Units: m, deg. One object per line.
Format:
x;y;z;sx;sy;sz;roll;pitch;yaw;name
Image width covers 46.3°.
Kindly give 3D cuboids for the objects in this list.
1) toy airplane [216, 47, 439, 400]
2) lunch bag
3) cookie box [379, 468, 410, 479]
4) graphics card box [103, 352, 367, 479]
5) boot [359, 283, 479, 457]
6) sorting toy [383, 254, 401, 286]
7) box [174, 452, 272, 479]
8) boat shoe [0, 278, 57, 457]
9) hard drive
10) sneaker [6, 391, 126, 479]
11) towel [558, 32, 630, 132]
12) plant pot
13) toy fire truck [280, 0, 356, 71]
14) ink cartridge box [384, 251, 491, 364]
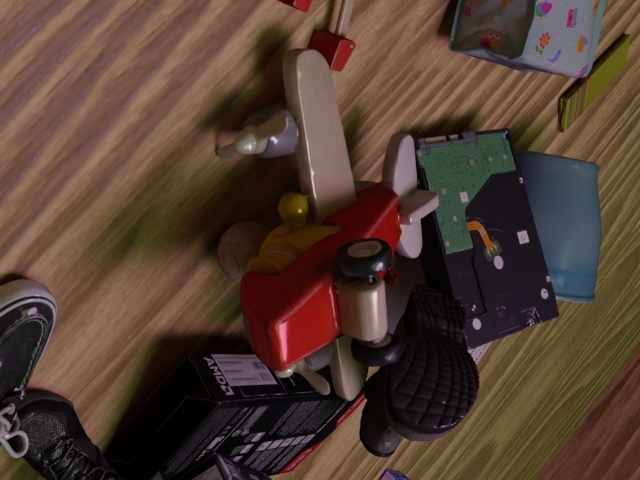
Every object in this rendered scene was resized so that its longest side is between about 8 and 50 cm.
0.000;0.000;0.985;0.384;0.273;0.385;43;50;-64;toy airplane
0.332;-0.391;1.123;0.224;0.160;0.262;0;106;-47;lunch bag
0.164;0.620;1.840;0.107;0.040;0.092;-55;145;-1;cookie box
-0.110;0.275;1.137;0.232;0.094;0.371;-49;150;21;graphics card box
0.121;0.225;1.040;0.222;0.118;0.338;-66;175;24;boot
0.062;0.066;1.187;0.274;0.046;0.132;-50;141;-5;sorting toy
-0.221;0.445;1.102;0.308;0.076;0.242;-34;152;-1;box
-0.369;0.188;0.790;0.306;0.105;0.113;-53;145;-4;boat shoe
0.259;-0.009;1.232;0.237;0.064;0.338;-13;87;-36;hard drive
-0.304;0.278;0.923;0.087;0.130;0.227;-39;140;-26;sneaker
0.579;-0.334;1.586;0.237;0.021;0.102;-44;149;-18;towel
0.411;-0.039;1.433;0.272;0.272;0.255;1;101;-51;plant pot
0.010;-0.310;0.893;0.135;0.047;0.192;4;113;-52;toy fire truck
0.213;0.139;1.394;0.171;0.168;0.233;-54;146;-4;ink cartridge box
